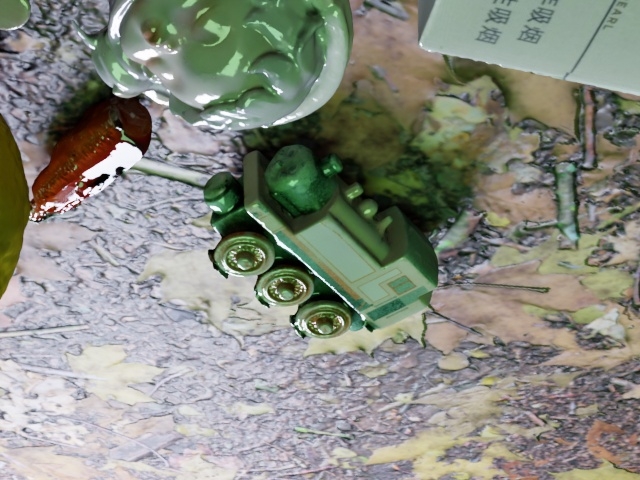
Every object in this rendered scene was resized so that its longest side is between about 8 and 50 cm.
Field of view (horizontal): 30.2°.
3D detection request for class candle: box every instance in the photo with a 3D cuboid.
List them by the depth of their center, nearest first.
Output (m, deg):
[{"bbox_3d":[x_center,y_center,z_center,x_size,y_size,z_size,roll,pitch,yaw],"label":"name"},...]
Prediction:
[{"bbox_3d":[-0.177,-0.056,0.879,0.162,0.048,0.053,-34,96,41],"label":"candle"}]

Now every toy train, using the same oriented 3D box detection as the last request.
[{"bbox_3d":[0.000,0.000,0.910,0.125,0.081,0.194,-28,132,22],"label":"toy train"}]

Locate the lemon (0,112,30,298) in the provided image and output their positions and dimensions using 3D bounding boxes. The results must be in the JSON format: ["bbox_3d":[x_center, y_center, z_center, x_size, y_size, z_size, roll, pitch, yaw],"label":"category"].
[{"bbox_3d":[-0.328,-0.013,0.773,0.284,0.261,0.260,-7,143,15],"label":"lemon"}]

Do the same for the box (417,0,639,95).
[{"bbox_3d":[0.199,-0.159,0.672,0.259,0.071,0.168,10,144,-9],"label":"box"}]

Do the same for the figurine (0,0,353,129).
[{"bbox_3d":[-0.078,-0.134,0.669,0.162,0.141,0.236,-22,138,38],"label":"figurine"}]
